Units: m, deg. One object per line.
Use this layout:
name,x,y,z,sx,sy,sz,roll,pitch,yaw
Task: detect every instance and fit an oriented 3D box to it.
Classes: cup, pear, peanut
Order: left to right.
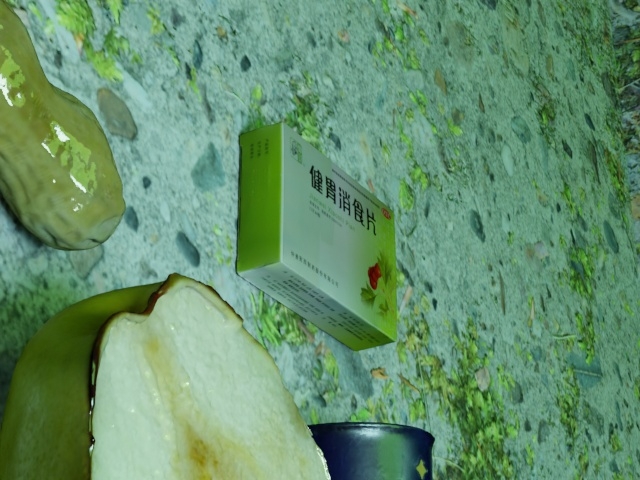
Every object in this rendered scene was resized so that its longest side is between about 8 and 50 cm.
peanut,-0.254,-0.103,1.287,0.263,0.101,0.117,56,8,-28
pear,-0.144,0.235,1.220,0.340,0.191,0.386,-33,104,-61
cup,0.052,0.334,1.554,0.255,0.178,0.256,26,57,-54

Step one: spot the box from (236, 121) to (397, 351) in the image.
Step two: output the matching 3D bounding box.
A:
box,0.001,0.001,1.742,0.260,0.062,0.175,35,47,-50
